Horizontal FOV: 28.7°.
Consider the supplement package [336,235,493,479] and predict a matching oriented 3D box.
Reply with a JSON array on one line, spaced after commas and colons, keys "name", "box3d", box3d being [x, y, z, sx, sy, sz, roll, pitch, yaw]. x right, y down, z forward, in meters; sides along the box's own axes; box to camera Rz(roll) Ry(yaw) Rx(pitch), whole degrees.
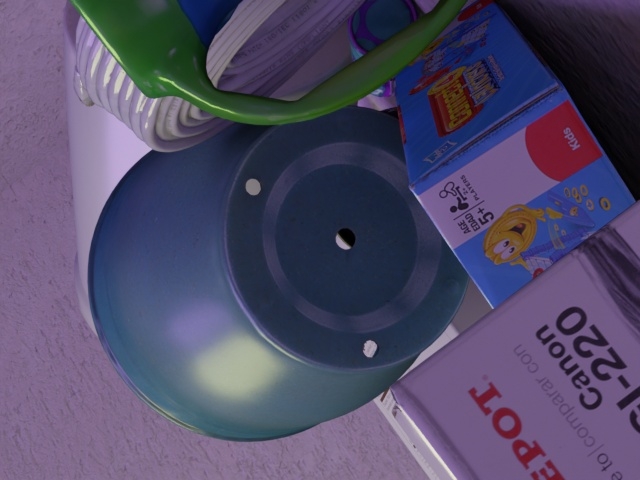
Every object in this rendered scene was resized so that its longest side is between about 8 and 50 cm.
[{"name": "supplement package", "box3d": [0.151, 0.098, 1.302, 0.293, 0.177, 0.175, 53, 140, 28]}]

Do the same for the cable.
[{"name": "cable", "box3d": [-0.040, -0.165, 0.783, 0.089, 0.257, 0.257, 49, 170, 4]}]

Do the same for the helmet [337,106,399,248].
[{"name": "helmet", "box3d": [0.088, -0.048, 1.166, 0.161, 0.169, 0.169, 27, 161, 41]}]

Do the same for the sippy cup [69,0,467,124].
[{"name": "sippy cup", "box3d": [-0.056, -0.220, 0.550, 0.305, 0.224, 0.240, 54, 178, -37]}]

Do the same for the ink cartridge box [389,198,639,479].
[{"name": "ink cartridge box", "box3d": [0.156, 0.058, 0.475, 0.159, 0.218, 0.092, 53, 178, 11]}]

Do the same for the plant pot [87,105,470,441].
[{"name": "plant pot", "box3d": [-0.018, 0.017, 0.940, 0.272, 0.271, 0.255, 53, 159, -6]}]

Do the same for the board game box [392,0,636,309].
[{"name": "board game box", "box3d": [0.163, 0.022, 0.750, 0.308, 0.086, 0.302, 54, -168, -14]}]

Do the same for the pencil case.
[{"name": "pencil case", "box3d": [0.058, -0.177, 1.139, 0.152, 0.064, 0.070, 60, -171, -82]}]

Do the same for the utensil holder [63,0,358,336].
[{"name": "utensil holder", "box3d": [-0.119, -0.090, 1.384, 0.328, 0.327, 0.386, 52, 151, 36]}]
